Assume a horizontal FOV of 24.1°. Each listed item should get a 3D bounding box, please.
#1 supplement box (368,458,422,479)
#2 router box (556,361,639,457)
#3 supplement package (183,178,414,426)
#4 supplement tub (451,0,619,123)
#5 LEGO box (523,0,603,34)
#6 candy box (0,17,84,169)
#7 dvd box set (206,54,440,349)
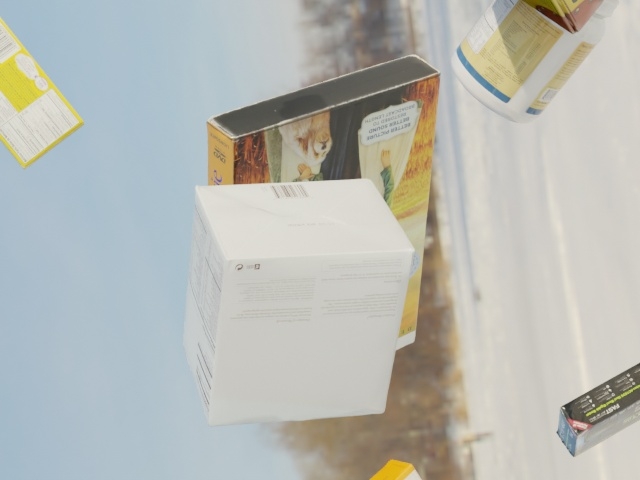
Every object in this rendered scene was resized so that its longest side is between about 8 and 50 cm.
[{"bbox_3d":[0.071,0.243,1.262,0.098,0.062,0.036,59,155,-16],"label":"supplement box"},{"bbox_3d":[0.325,0.186,1.669,0.038,0.122,0.092,60,174,24],"label":"router box"},{"bbox_3d":[-0.030,0.061,1.540,0.149,0.194,0.203,-117,30,-54],"label":"supplement package"},{"bbox_3d":[0.281,-0.269,1.963,0.200,0.144,0.144,-52,18,25],"label":"supplement tub"},{"bbox_3d":[0.266,-0.500,1.611,0.193,0.372,0.500,40,-178,26],"label":"LEGO box"},{"bbox_3d":[-0.425,-0.207,2.036,0.206,0.105,0.027,52,173,0],"label":"candy box"},{"bbox_3d":[0.000,0.000,1.866,0.062,0.307,0.421,40,139,41],"label":"dvd box set"}]
